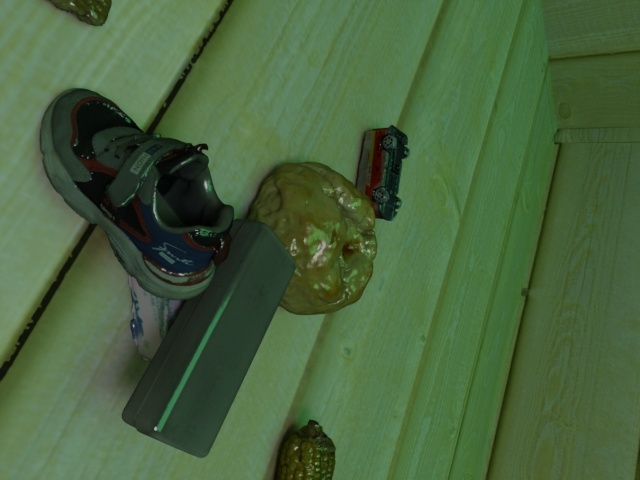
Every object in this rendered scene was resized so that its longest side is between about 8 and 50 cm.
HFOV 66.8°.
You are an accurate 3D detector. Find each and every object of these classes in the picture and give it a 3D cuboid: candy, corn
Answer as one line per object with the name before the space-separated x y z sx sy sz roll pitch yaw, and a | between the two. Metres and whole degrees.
candy | -0.163 0.057 0.554 0.092 0.073 0.160 -20 112 -51
corn | -0.032 0.423 0.793 0.097 0.097 0.262 10 90 -56

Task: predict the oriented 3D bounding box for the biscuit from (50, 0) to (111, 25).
biscuit | -0.228 -0.331 0.433 0.131 0.026 0.237 19 79 -57

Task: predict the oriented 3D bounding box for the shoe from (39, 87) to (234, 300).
shoe | -0.159 -0.057 0.439 0.227 0.125 0.099 54 45 -3

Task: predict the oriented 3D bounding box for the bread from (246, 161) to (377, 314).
bread | 0.000 0.000 0.732 0.244 0.134 0.245 -15 108 -57

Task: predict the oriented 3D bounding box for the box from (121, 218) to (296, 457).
box | -0.108 0.098 0.528 0.244 0.055 0.103 -65 145 -26

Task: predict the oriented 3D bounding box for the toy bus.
toy bus | 0.115 -0.126 0.926 0.079 0.077 0.174 14 84 -56
